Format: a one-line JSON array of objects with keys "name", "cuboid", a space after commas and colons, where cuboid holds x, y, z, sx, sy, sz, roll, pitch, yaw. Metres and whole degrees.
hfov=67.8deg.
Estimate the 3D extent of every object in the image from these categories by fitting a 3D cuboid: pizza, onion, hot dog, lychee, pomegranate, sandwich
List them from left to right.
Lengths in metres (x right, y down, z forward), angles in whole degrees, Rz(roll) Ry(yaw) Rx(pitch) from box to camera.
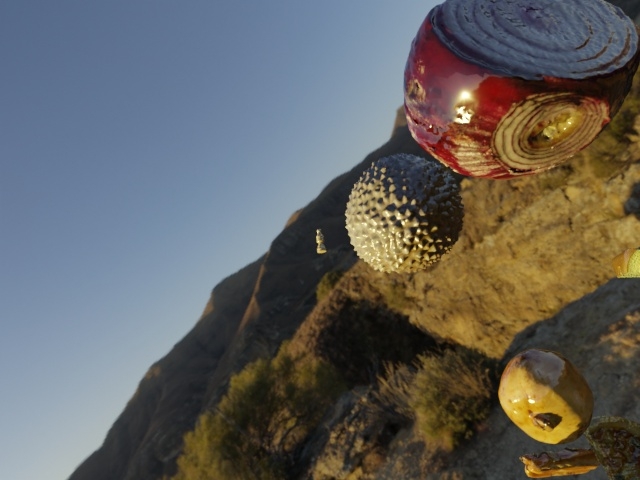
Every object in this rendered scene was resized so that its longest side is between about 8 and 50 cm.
[{"name": "lychee", "cuboid": [0.263, -0.076, 1.480, 0.380, 0.380, 0.432, -48, 6, 2]}, {"name": "onion", "cuboid": [0.296, -0.222, 0.745, 0.336, 0.282, 0.260, -12, -38, -11]}, {"name": "pomegranate", "cuboid": [0.598, 0.415, 1.270, 0.248, 0.248, 0.248, -47, -4, -4]}, {"name": "hot dog", "cuboid": [0.749, 0.691, 1.490, 0.109, 0.269, 0.072, 106, 162, -47]}, {"name": "pizza", "cuboid": [0.836, 0.587, 1.293, 0.197, 0.292, 0.058, -61, -7, -18]}, {"name": "sandwich", "cuboid": [1.034, 0.078, 1.573, 0.090, 0.088, 0.244, -8, -12, 15]}]

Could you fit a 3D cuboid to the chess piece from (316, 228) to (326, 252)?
[{"name": "chess piece", "cuboid": [0.000, 0.000, 1.844, 0.035, 0.092, 0.035, -7, -15, -2]}]
